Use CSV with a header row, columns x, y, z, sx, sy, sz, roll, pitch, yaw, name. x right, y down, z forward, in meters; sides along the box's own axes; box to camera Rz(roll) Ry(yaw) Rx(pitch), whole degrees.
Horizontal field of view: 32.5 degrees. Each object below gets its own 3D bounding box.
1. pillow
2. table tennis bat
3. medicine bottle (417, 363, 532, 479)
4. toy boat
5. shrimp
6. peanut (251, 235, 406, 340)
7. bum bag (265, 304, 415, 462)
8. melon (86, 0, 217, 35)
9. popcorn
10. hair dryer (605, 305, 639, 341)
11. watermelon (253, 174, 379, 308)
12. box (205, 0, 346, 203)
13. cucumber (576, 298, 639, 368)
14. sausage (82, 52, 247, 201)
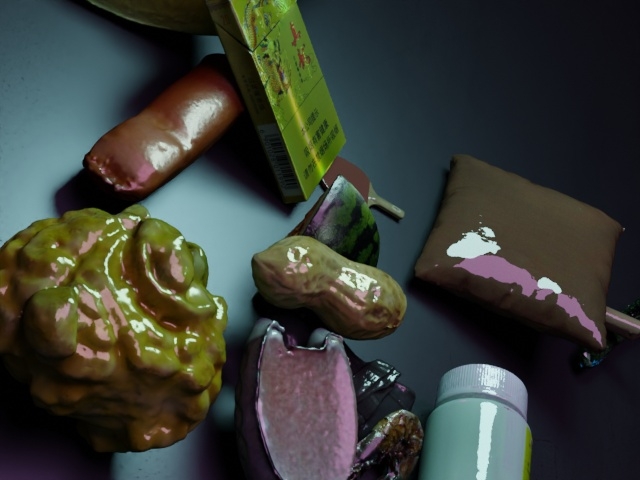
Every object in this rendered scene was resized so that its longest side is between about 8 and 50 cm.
x,y,z,sx,sy,sz,roll,pitch,yaw,name
0.314,0.017,1.696,0.308,0.108,0.305,23,44,1,pillow
0.060,-0.074,1.645,0.156,0.013,0.087,28,42,-20,table tennis bat
0.196,0.280,1.392,0.139,0.139,0.225,33,43,-18,medicine bottle
-0.036,0.207,1.267,0.155,0.085,0.227,15,61,-36,toy boat
0.070,0.273,1.343,0.161,0.034,0.091,-28,105,-31,shrimp
0.010,0.058,1.340,0.229,0.103,0.098,24,80,-27,peanut
0.019,0.171,1.381,0.248,0.060,0.123,41,47,-13,bum bag
-0.245,-0.394,1.524,0.324,0.124,0.196,4,70,-14,melon
-0.220,0.075,1.117,0.250,0.235,0.241,37,14,-42,popcorn
0.449,0.117,1.768,0.182,0.064,0.117,26,40,6,hair dryer
0.013,0.011,1.437,0.193,0.145,0.137,-3,58,-42,watermelon
-0.054,-0.225,1.515,0.173,0.043,0.311,-59,136,-49,box
0.482,0.155,1.817,0.257,0.044,0.043,-26,103,-47,cucumber
-0.186,-0.145,1.420,0.097,0.094,0.348,35,42,4,sausage
